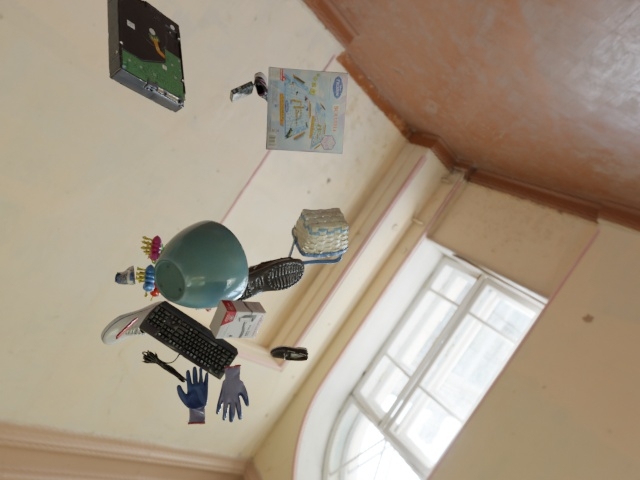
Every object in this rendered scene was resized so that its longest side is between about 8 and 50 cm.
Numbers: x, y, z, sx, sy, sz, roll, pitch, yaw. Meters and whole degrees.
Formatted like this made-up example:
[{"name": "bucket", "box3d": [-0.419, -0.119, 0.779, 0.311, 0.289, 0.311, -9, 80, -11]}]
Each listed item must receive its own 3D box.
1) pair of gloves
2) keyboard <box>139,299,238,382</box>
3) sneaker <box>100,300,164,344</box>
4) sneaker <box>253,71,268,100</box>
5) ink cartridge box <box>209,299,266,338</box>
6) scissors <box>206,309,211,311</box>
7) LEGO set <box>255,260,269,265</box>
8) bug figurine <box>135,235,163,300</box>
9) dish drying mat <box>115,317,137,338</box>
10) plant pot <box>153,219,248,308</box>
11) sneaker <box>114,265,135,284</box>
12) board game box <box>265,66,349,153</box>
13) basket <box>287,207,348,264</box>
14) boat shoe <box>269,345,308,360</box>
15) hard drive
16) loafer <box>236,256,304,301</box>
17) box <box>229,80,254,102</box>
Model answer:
[{"name": "pair of gloves", "box3d": [-0.303, 0.434, 1.222, 0.198, 0.159, 0.023, -1, 154, -15]}, {"name": "keyboard", "box3d": [-0.450, 0.358, 1.413, 0.317, 0.202, 0.033, 36, 173, -10]}, {"name": "sneaker", "box3d": [-0.675, 0.310, 1.587, 0.091, 0.258, 0.094, 40, 153, 51]}, {"name": "sneaker", "box3d": [-0.263, -0.690, 2.025, 0.071, 0.077, 0.178, -10, 141, 30]}, {"name": "ink cartridge box", "box3d": [-0.239, 0.231, 1.261, 0.135, 0.099, 0.056, 10, -156, -41]}, {"name": "scissors", "box3d": [-0.557, 0.322, 2.074, 0.297, 0.021, 0.109, -136, 25, -75]}, {"name": "LEGO set", "box3d": [-0.345, 0.188, 1.939, 0.244, 0.182, 0.060, -15, -121, -40]}, {"name": "bug figurine", "box3d": [-0.579, 0.096, 1.501, 0.072, 0.217, 0.279, 4, 168, -14]}, {"name": "dish drying mat", "box3d": [-0.622, 0.281, 1.388, 0.008, 0.083, 0.032, 38, 141, 1]}, {"name": "plant pot", "box3d": [-0.400, 0.096, 1.359, 0.290, 0.290, 0.195, 34, -153, 17]}, {"name": "sneaker", "box3d": [-0.601, 0.108, 1.328, 0.058, 0.052, 0.135, -7, -175, -22]}, {"name": "board game box", "box3d": [-0.057, -0.519, 1.746, 0.317, 0.319, 0.066, 3, -164, -5]}, {"name": "basket", "box3d": [0.000, 0.000, 1.878, 0.254, 0.289, 0.201, -4, -139, -22]}, {"name": "boat shoe", "box3d": [-0.100, 0.368, 1.391, 0.125, 0.046, 0.038, 7, -146, -14]}, {"name": "hard drive", "box3d": [-0.538, -0.594, 1.344, 0.236, 0.064, 0.339, 18, -125, -55]}, {"name": "loafer", "box3d": [-0.237, 0.136, 1.765, 0.365, 0.134, 0.130, -13, -153, -29]}, {"name": "box", "box3d": [-0.273, -0.516, 1.501, 0.018, 0.083, 0.067, 59, 164, -2]}]
